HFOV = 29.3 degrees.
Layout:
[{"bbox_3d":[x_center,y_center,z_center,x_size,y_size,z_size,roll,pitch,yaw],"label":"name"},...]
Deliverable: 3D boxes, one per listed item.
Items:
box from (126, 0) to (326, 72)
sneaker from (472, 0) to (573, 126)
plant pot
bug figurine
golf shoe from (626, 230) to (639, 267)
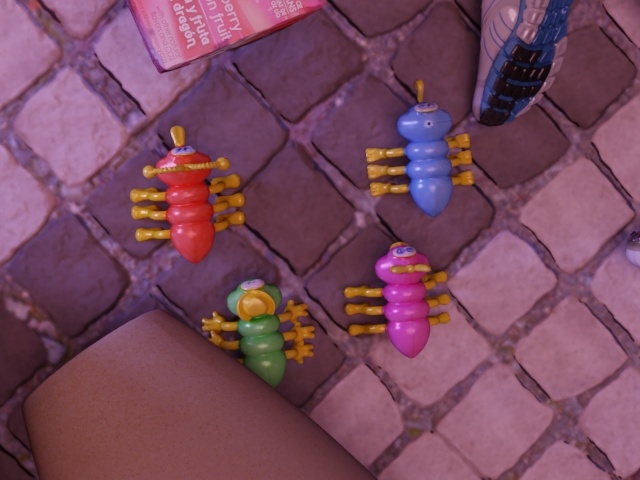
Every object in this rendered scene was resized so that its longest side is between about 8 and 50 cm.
[{"bbox_3d":[-0.102,-0.251,0.823,0.123,0.128,0.256,-23,99,-5],"label":"box"},{"bbox_3d":[0.152,-0.184,0.960,0.071,0.083,0.190,-6,122,-44],"label":"sneaker"},{"bbox_3d":[-0.088,0.195,0.893,0.256,0.256,0.274,-36,85,-3],"label":"plant pot"},{"bbox_3d":[0.000,0.000,0.952,0.279,0.072,0.216,-12,99,-7],"label":"bug figurine"},{"bbox_3d":[0.337,0.036,1.009,0.186,0.067,0.086,11,97,-10],"label":"golf shoe"}]
